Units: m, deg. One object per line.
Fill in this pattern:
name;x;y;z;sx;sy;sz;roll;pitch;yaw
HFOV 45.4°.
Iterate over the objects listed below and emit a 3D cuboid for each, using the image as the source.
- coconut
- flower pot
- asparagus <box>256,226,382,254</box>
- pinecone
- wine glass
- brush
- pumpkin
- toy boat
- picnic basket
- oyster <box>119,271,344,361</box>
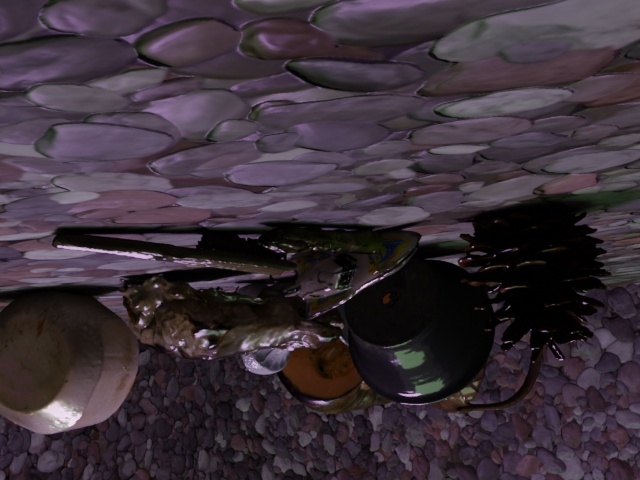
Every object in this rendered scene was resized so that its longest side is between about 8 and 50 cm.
coconut;-0.405;0.186;1.207;0.241;0.241;0.241;-5;172;-1
flower pot;0.124;0.111;1.122;0.236;0.235;0.148;-9;152;23
asparagus;0.000;0.001;0.810;0.165;0.030;0.036;1;180;-40
pinecone;0.239;0.051;0.845;0.163;0.165;0.163;-8;168;-2
wine glass;-0.037;0.136;1.299;0.197;0.164;0.165;-16;168;29
brush;-0.138;0.006;0.763;0.248;0.036;0.043;8;162;-31
pumpkin;0.077;0.199;1.480;0.325;0.242;0.232;-22;157;1
toy boat;0.042;0.029;0.913;0.066;0.084;0.210;-3;163;-45
picnic basket;0.337;0.236;1.675;0.338;0.292;0.337;11;173;1
oyster;-0.132;0.112;1.154;0.337;0.133;0.198;-1;179;-3
